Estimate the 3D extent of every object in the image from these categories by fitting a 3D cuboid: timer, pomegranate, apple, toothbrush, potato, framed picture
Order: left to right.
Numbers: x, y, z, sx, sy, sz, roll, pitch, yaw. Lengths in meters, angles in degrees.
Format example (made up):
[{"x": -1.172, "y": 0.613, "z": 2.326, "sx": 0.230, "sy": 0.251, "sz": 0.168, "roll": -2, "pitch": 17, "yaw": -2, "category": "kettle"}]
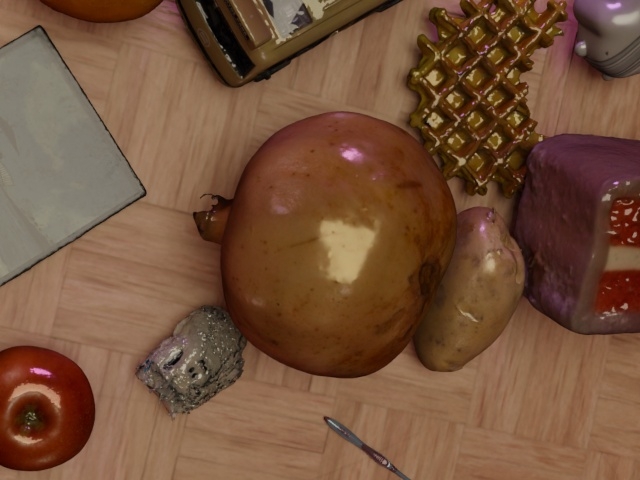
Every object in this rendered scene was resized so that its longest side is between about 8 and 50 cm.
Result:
[{"x": -0.434, "y": -0.080, "z": 1.574, "sx": 0.347, "sy": 0.016, "sz": 0.265, "roll": -33, "pitch": 98, "yaw": -14, "category": "framed picture"}, {"x": -0.360, "y": 0.209, "z": 1.532, "sx": 0.163, "sy": 0.139, "sz": 0.163, "roll": 0, "pitch": 89, "yaw": -18, "category": "apple"}, {"x": 0.000, "y": 0.000, "z": 1.559, "sx": 0.338, "sy": 0.338, "sz": 0.338, "roll": 0, "pitch": 90, "yaw": -16, "category": "pomegranate"}, {"x": 0.080, "y": 0.303, "z": 1.723, "sx": 0.193, "sy": 0.019, "sz": 0.013, "roll": 38, "pitch": 81, "yaw": -11, "category": "toothbrush"}, {"x": 0.204, "y": 0.070, "z": 1.685, "sx": 0.128, "sy": 0.161, "sz": 0.235, "roll": 9, "pitch": 90, "yaw": -32, "category": "potato"}, {"x": 0.485, "y": -0.367, "z": 1.736, "sx": 0.291, "sy": 0.291, "sz": 0.315, "roll": 38, "pitch": 102, "yaw": -13, "category": "timer"}]

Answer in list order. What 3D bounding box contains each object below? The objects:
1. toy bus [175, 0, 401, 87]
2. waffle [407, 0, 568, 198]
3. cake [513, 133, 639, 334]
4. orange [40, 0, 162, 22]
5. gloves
[{"x": 0.003, "y": -0.352, "z": 1.603, "sx": 0.365, "sy": 0.202, "sz": 0.177, "roll": -32, "pitch": 100, "yaw": -13, "category": "toy bus"}, {"x": 0.242, "y": -0.203, "z": 1.744, "sx": 0.259, "sy": 0.069, "sz": 0.293, "roll": -8, "pitch": 95, "yaw": -14, "category": "waffle"}, {"x": 0.439, "y": -0.005, "z": 1.693, "sx": 0.308, "sy": 0.230, "sz": 0.237, "roll": 1, "pitch": 109, "yaw": -22, "category": "cake"}, {"x": -0.269, "y": -0.385, "z": 1.505, "sx": 0.240, "sy": 0.240, "sz": 0.240, "roll": 0, "pitch": 90, "yaw": -16, "category": "orange"}, {"x": -0.161, "y": 0.161, "z": 1.624, "sx": 0.153, "sy": 0.070, "sz": 0.114, "roll": -42, "pitch": 101, "yaw": -14, "category": "gloves"}]
